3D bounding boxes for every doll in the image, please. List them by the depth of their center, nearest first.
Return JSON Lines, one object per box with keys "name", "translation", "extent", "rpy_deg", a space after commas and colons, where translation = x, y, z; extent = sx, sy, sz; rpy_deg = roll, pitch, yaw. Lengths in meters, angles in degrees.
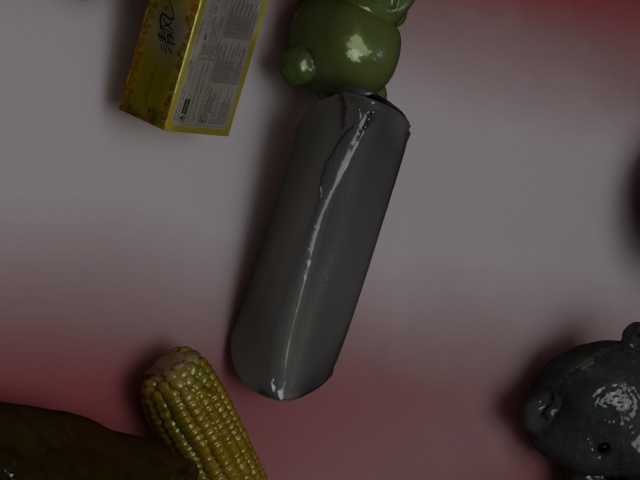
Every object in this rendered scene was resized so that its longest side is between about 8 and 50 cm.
{"name": "doll", "translation": [0.381, 0.252, 1.622], "extent": [0.246, 0.158, 0.340], "rpy_deg": [-43, 123, -16]}

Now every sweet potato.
{"name": "sweet potato", "translation": [-0.262, 0.202, 1.073], "extent": [0.369, 0.158, 0.158], "rpy_deg": [25, 77, -32]}

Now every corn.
{"name": "corn", "translation": [-0.098, 0.215, 1.252], "extent": [0.081, 0.081, 0.248], "rpy_deg": [-38, 117, -33]}

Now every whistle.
{"name": "whistle", "translation": [0.038, -0.256, 1.314], "extent": [0.131, 0.106, 0.288], "rpy_deg": [18, 83, -38]}

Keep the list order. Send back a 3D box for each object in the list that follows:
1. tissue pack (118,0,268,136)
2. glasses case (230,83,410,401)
{"name": "tissue pack", "translation": [-0.107, -0.186, 1.181], "extent": [0.095, 0.062, 0.176], "rpy_deg": [-3, 115, -57]}
{"name": "glasses case", "translation": [0.002, 0.000, 1.307], "extent": [0.128, 0.083, 0.308], "rpy_deg": [8, 102, -57]}
